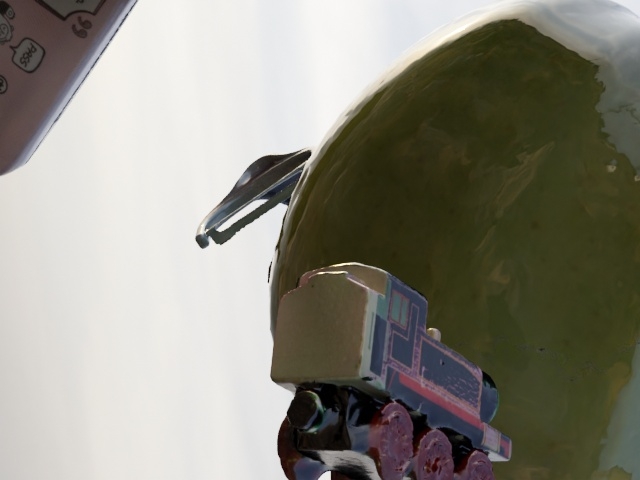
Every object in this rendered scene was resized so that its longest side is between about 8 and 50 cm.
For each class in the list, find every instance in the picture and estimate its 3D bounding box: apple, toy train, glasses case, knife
[{"bbox_3d":[0.151,0.020,0.967,0.357,0.357,0.357,172,-90,-78],"label":"apple"},{"bbox_3d":[0.032,0.067,0.633,0.138,0.050,0.087,34,57,-50],"label":"toy train"},{"bbox_3d":[-0.223,-0.183,1.250,0.314,0.122,0.075,-51,-176,24],"label":"glasses case"},{"bbox_3d":[-0.018,-0.047,1.215,0.053,0.123,0.278,61,10,2],"label":"knife"}]

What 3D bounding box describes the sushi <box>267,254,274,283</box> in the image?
[{"bbox_3d":[-0.001,-0.003,1.372,0.060,0.118,0.061,25,-43,38],"label":"sushi"}]
